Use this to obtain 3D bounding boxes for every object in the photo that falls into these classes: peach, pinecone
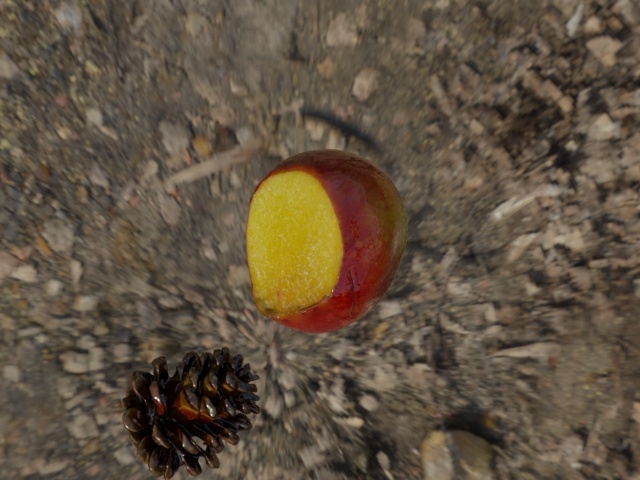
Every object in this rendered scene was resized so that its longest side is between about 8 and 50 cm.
[{"bbox_3d":[0.000,0.000,1.455,0.190,0.190,0.192,43,55,2],"label":"peach"},{"bbox_3d":[-0.100,0.127,1.028,0.109,0.102,0.102,-42,88,5],"label":"pinecone"}]
